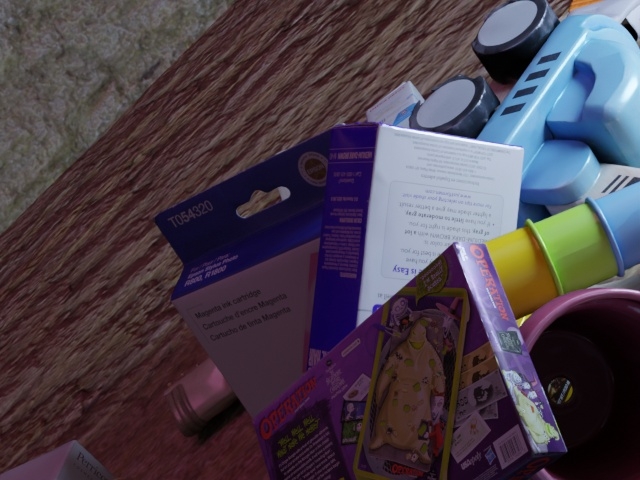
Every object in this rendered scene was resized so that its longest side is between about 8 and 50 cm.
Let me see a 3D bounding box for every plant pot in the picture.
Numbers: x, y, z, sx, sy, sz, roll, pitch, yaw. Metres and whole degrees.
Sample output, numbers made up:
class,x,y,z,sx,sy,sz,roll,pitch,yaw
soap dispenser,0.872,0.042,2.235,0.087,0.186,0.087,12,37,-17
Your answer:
class,x,y,z,sx,sy,sz,roll,pitch,yaw
plant pot,0.245,0.143,1.462,0.201,0.201,0.180,-46,7,-10

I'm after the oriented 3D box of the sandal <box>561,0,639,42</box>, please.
class,x,y,z,sx,sy,sz,roll,pitch,yaw
sandal,0.380,-0.284,2.130,0.102,0.076,0.265,1,28,31

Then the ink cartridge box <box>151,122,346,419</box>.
class,x,y,z,sx,sy,sz,roll,pitch,yaw
ink cartridge box,-0.013,0.068,1.813,0.324,0.330,0.071,-24,17,38

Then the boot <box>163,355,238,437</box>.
class,x,y,z,sx,sy,sz,roll,pitch,yaw
boot,-0.139,0.171,2.175,0.165,0.077,0.213,-40,22,12

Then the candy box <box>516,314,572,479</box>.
class,x,y,z,sx,sy,sz,roll,pitch,yaw
candy box,0.202,0.160,1.588,0.027,0.105,0.206,-16,33,47

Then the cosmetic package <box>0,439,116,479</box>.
class,x,y,z,sx,sy,sz,roll,pitch,yaw
cosmetic package,-0.342,0.385,2.007,0.151,0.151,0.183,-27,28,32

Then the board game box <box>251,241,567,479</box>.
class,x,y,z,sx,sy,sz,roll,pitch,yaw
board game box,0.068,0.178,1.445,0.347,0.056,0.208,-44,59,42

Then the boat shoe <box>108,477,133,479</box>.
class,x,y,z,sx,sy,sz,roll,pitch,yaw
boat shoe,-0.234,0.399,1.888,0.089,0.104,0.285,-26,37,25

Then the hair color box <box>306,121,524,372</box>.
class,x,y,z,sx,sy,sz,roll,pitch,yaw
hair color box,0.094,0.058,1.630,0.110,0.185,0.339,1,85,61

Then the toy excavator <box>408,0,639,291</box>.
class,x,y,z,sx,sy,sz,roll,pitch,yaw
toy excavator,0.310,-0.073,1.743,0.445,0.222,0.433,5,51,50

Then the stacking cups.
class,x,y,z,sx,sy,sz,roll,pitch,yaw
stacking cups,0.302,-0.009,1.516,0.316,0.096,0.096,-21,23,0

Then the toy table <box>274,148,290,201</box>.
class,x,y,z,sx,sy,sz,roll,pitch,yaw
toy table,0.020,0.017,1.951,0.274,0.252,0.161,-9,52,24

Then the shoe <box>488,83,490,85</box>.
class,x,y,z,sx,sy,sz,roll,pitch,yaw
shoe,0.286,-0.195,2.183,0.219,0.058,0.076,-27,58,41

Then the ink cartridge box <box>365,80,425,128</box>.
class,x,y,z,sx,sy,sz,roll,pitch,yaw
ink cartridge box,0.121,-0.183,2.424,0.088,0.052,0.122,-35,24,15
